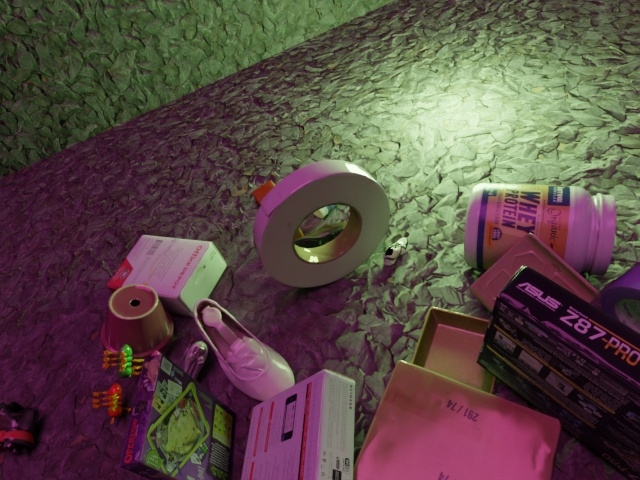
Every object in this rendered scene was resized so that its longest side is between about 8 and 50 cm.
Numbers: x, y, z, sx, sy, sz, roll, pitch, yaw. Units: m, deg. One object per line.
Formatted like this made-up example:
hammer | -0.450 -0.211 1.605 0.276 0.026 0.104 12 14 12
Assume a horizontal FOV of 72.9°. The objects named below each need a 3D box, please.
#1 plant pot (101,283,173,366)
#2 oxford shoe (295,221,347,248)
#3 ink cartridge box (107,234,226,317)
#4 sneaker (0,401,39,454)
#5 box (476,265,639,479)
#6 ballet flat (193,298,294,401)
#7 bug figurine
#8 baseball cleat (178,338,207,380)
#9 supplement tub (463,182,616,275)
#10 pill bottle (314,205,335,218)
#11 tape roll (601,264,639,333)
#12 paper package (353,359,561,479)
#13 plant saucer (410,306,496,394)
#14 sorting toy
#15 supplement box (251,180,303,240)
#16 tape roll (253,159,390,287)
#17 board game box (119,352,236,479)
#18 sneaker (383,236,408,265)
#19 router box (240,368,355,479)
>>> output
plant pot | -0.532 0.231 1.254 0.201 0.180 0.201 8 41 -7
oxford shoe | 0.000 0.000 1.388 0.227 0.083 0.096 -16 28 6
ink cartridge box | -0.503 0.112 1.430 0.305 0.131 0.226 7 52 24
sneaker | -0.928 0.536 1.238 0.275 0.098 0.135 -9 48 11
box | 0.482 0.259 0.763 0.097 0.318 0.394 -40 55 -19
ballet flat | -0.232 0.285 1.174 0.139 0.139 0.400 -43 49 -18
bug figurine | -0.479 0.391 1.140 0.278 0.072 0.217 1 89 29
baseball cleat | -0.373 0.373 1.201 0.206 0.072 0.109 -58 14 -9
supplement tub | 0.539 -0.026 1.090 0.315 0.228 0.229 6 52 25
pill bottle | 0.025 -0.138 1.496 0.067 0.067 0.120 30 65 38
tape roll | 0.700 0.148 0.900 0.080 0.189 0.189 -35 47 -10
paper package | 0.256 0.438 0.827 0.324 0.168 0.310 12 55 30
plant saucer | 0.328 0.267 1.035 0.188 0.045 0.188 11 55 28
sorting toy | 0.483 0.116 1.000 0.193 0.208 0.038 48 31 18
supplement box | -0.131 -0.075 1.384 0.080 0.233 0.078 -35 47 -7
tape roll | 0.007 -0.034 1.187 0.391 0.392 0.072 -28 46 -4
board game box | -0.280 0.415 0.926 0.056 0.347 0.208 -17 45 7
sneaker | 0.226 0.026 1.290 0.040 0.044 0.109 24 60 38
router box | -0.057 0.468 0.862 0.301 0.082 0.336 -41 32 41
